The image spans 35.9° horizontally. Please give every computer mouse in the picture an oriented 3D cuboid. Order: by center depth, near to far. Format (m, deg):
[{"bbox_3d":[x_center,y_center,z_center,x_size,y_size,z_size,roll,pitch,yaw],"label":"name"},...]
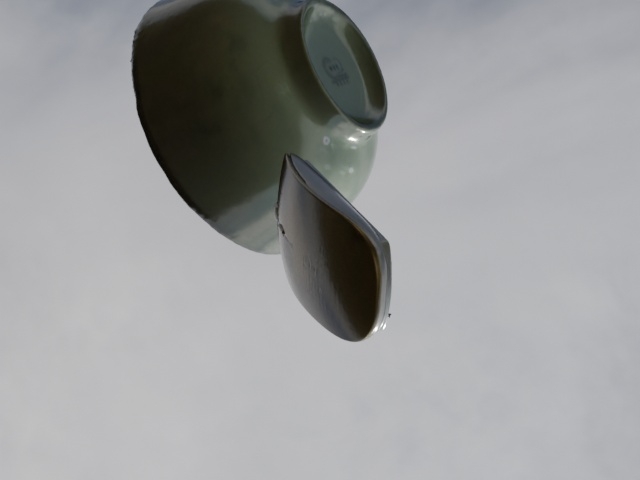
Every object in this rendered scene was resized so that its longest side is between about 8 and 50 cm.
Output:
[{"bbox_3d":[-0.002,0.000,0.767,0.199,0.045,0.102,-130,-142,-56],"label":"computer mouse"}]

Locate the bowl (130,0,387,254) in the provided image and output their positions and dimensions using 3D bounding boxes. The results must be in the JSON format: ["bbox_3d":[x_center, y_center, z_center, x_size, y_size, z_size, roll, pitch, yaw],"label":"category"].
[{"bbox_3d":[-0.041,-0.176,1.206,0.185,0.354,0.354,-24,-110,31],"label":"bowl"}]
